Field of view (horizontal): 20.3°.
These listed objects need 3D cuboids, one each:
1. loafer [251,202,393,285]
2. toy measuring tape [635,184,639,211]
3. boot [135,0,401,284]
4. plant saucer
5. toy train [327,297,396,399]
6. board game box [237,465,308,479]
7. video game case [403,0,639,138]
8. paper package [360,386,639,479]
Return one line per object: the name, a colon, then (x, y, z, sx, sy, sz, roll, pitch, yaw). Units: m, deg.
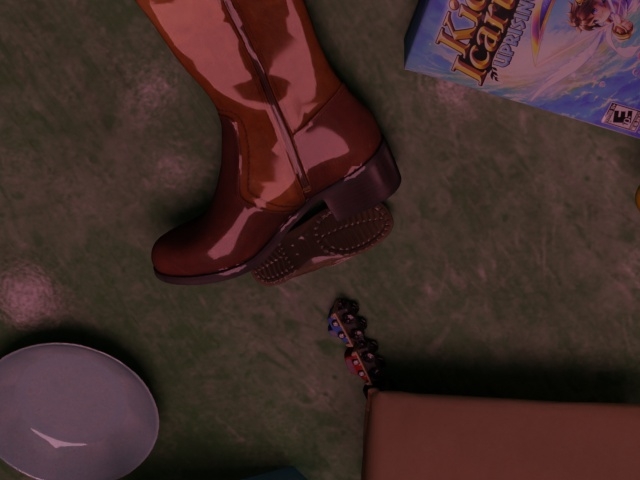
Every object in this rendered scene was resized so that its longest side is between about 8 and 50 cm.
loafer: (0.000, 0.000, 1.748, 0.148, 0.050, 0.056, -20, 90, 1)
toy measuring tape: (0.449, -0.082, 1.635, 0.330, 0.121, 0.121, -13, 122, 2)
boot: (-0.095, -0.112, 1.651, 0.264, 0.096, 0.280, -22, 119, 17)
plant saucer: (-0.265, 0.176, 1.885, 0.195, 0.037, 0.195, 2, 123, 3)
toy train: (0.044, 0.123, 1.840, 0.036, 0.027, 0.158, -11, 123, 23)
board game box: (-0.113, 0.422, 1.923, 0.242, 0.064, 0.316, -12, 112, -22)
video game case: (0.229, -0.239, 1.569, 0.244, 0.061, 0.269, 16, 123, -6)
paper package: (0.192, 0.327, 1.774, 0.309, 0.325, 0.168, 2, 150, 1)
